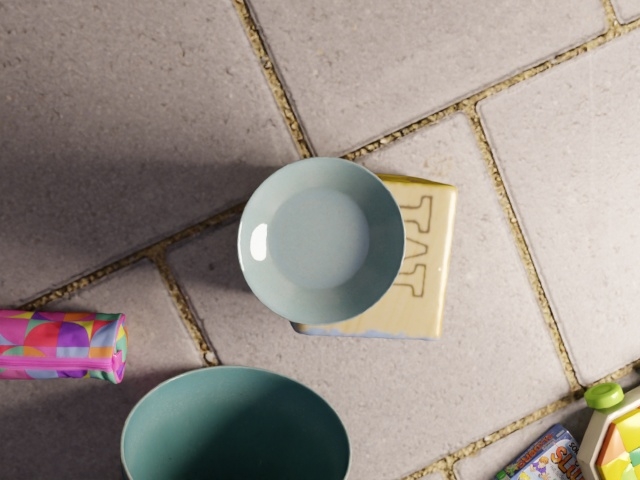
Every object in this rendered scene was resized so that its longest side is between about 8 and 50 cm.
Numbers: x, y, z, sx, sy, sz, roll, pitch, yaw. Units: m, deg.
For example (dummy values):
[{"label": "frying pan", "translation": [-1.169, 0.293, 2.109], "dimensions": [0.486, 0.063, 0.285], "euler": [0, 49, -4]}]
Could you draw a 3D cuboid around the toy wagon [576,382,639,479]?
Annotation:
[{"label": "toy wagon", "translation": [0.572, 0.314, 1.109], "dimensions": [0.344, 0.068, 0.267], "euler": [-23, 95, -9]}]

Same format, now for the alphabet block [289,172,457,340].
[{"label": "alphabet block", "translation": [0.055, 0.010, 0.941], "dimensions": [0.193, 0.192, 0.197], "euler": [4, 99, -11]}]

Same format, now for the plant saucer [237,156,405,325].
[{"label": "plant saucer", "translation": [0.000, 0.000, 0.816], "dimensions": [0.194, 0.037, 0.195], "euler": [-1, 99, -9]}]

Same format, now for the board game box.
[{"label": "board game box", "translation": [0.391, 0.410, 1.127], "dimensions": [0.136, 0.035, 0.201], "euler": [-41, 102, -1]}]

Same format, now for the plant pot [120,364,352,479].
[{"label": "plant pot", "translation": [-0.117, 0.333, 0.937], "dimensions": [0.290, 0.290, 0.196], "euler": [4, 118, -9]}]

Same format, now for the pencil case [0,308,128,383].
[{"label": "pencil case", "translation": [-0.378, 0.143, 0.941], "dimensions": [0.236, 0.104, 0.105], "euler": [0, 98, -9]}]
